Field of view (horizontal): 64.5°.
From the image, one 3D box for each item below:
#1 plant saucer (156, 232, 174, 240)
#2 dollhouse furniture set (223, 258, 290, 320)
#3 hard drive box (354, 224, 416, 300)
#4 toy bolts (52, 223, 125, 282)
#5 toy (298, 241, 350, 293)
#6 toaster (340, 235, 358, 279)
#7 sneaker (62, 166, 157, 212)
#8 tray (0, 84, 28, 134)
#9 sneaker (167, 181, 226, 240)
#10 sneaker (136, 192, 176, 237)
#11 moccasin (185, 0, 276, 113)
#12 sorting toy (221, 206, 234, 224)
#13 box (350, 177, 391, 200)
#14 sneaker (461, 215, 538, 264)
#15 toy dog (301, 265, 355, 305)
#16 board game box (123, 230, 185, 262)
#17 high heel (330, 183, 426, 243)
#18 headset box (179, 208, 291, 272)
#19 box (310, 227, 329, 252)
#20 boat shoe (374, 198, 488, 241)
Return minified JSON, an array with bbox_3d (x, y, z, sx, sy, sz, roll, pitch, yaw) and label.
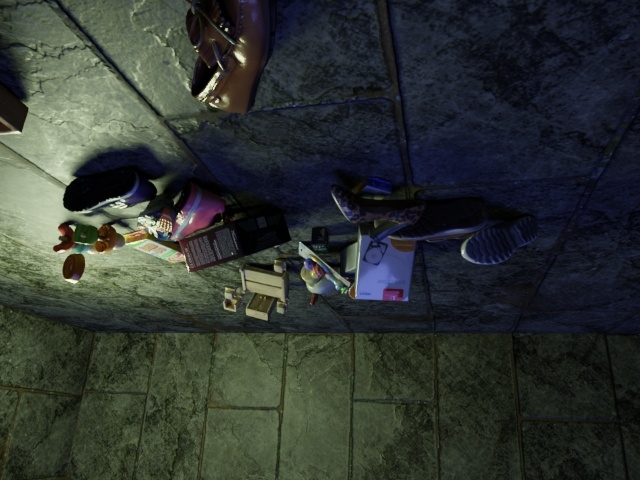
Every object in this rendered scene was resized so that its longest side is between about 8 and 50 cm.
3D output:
[{"bbox_3d":[-0.542,-0.041,1.752,0.067,0.018,0.192,6,160,-8],"label":"plant saucer"},{"bbox_3d":[-0.267,0.152,2.192,0.303,0.174,0.356,12,131,12],"label":"dollhouse furniture set"},{"bbox_3d":[0.208,0.074,1.658,0.181,0.232,0.089,2,-157,0],"label":"hard drive box"},{"bbox_3d":[-0.811,0.041,1.780,0.228,0.218,0.158,10,173,37],"label":"toy bolts"},{"bbox_3d":[-0.001,0.116,1.862,0.237,0.056,0.137,36,161,10],"label":"toy"},{"bbox_3d":[0.166,0.070,1.818,0.185,0.110,0.168,14,156,-26],"label":"toaster"},{"bbox_3d":[-0.595,-0.120,1.440,0.283,0.107,0.124,-6,163,22],"label":"sneaker"},{"bbox_3d":[-0.778,-0.336,0.939,0.202,0.076,0.411,-1,158,11],"label":"tray"},{"bbox_3d":[-0.372,-0.062,1.526,0.136,0.116,0.314,16,156,-22],"label":"sneaker"},{"bbox_3d":[-0.463,-0.089,1.459,0.099,0.121,0.262,26,163,-24],"label":"sneaker"},{"bbox_3d":[-0.155,-0.333,0.801,0.146,0.139,0.380,0,170,-17],"label":"moccasin"},{"bbox_3d":[-0.313,-0.077,1.591,0.102,0.042,0.061,19,154,-36],"label":"sorting toy"},{"bbox_3d":[0.136,-0.132,1.410,0.081,0.028,0.136,13,159,-23],"label":"box"},{"bbox_3d":[0.520,0.008,1.515,0.281,0.105,0.115,-16,179,-27],"label":"sneaker"},{"bbox_3d":[0.071,0.180,2.044,0.333,0.161,0.220,-13,154,35],"label":"toy dog"},{"bbox_3d":[-0.608,0.026,1.916,0.124,0.039,0.259,-11,152,31],"label":"board game box"},{"bbox_3d":[0.158,-0.111,1.363,0.186,0.093,0.261,-33,132,21],"label":"high heel"},{"bbox_3d":[-0.274,0.004,1.577,0.293,0.110,0.218,-16,-178,37],"label":"headset box"},{"bbox_3d":[0.000,0.000,1.723,0.052,0.062,0.083,0,159,10],"label":"box"},{"bbox_3d":[0.322,-0.045,1.491,0.324,0.123,0.116,-1,161,13],"label":"boat shoe"}]
